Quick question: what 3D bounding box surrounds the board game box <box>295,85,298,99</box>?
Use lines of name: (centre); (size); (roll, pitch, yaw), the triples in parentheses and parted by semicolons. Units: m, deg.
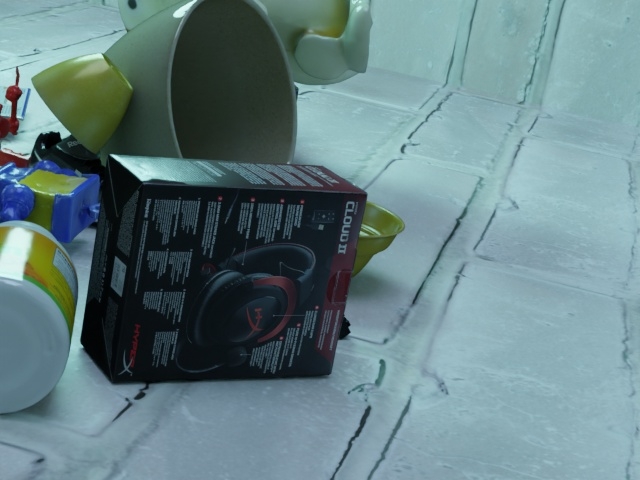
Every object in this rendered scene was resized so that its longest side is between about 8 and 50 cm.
board game box: (-0.195, -0.257, 2.544); (0.232, 0.141, 0.291); (5, 17, -20)

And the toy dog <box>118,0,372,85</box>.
toy dog: (-0.124, -0.398, 2.293); (0.407, 0.285, 0.395); (4, -14, -1)

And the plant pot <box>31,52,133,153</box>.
plant pot: (-0.311, -0.199, 1.907); (0.134, 0.095, 0.134); (50, 4, -4)

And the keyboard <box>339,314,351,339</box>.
keyboard: (-0.010, 0.032, 1.669); (0.023, 0.180, 0.108); (-28, 20, -2)

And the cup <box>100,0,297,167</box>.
cup: (-0.219, -0.191, 2.087); (0.237, 0.331, 0.331); (-3, 7, 31)

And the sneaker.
sneaker: (-0.332, -0.093, 1.959); (0.234, 0.106, 0.078); (24, 22, 38)

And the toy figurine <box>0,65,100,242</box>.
toy figurine: (-0.360, -0.074, 1.760); (0.217, 0.191, 0.362); (18, 18, 4)

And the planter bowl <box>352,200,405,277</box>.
planter bowl: (0.000, 0.000, 1.899); (0.217, 0.090, 0.217); (10, 16, -3)

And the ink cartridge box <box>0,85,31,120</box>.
ink cartridge box: (-0.602, -0.229, 2.345); (0.224, 0.045, 0.223); (9, 17, -11)

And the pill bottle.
pill bottle: (-0.311, 0.062, 1.396); (0.136, 0.136, 0.246); (9, 16, -9)

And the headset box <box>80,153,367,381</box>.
headset box: (-0.090, 0.030, 1.508); (0.293, 0.218, 0.110); (1, 19, -30)
